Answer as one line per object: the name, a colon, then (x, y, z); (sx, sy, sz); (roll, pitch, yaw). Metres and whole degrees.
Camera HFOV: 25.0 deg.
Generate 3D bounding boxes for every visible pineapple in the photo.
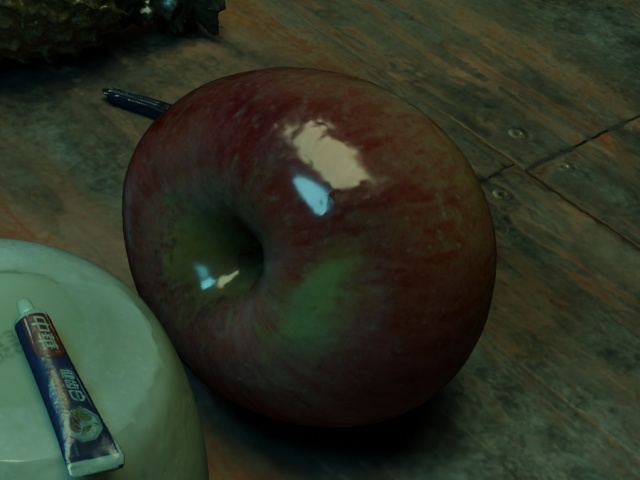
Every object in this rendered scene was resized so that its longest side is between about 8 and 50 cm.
pineapple: (-0.283, -0.303, 1.743); (0.362, 0.202, 0.202); (2, 36, -28)

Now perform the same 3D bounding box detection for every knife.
knife: (-0.203, -0.155, 1.689); (0.121, 0.018, 0.031); (18, 37, 15)

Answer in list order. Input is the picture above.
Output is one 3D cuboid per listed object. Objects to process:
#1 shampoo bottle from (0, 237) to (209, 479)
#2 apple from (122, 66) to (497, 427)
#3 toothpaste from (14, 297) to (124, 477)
shampoo bottle: (-0.238, 0.170, 1.014); (0.322, 0.317, 0.322); (5, 37, -4)
apple: (0.000, 0.000, 1.292); (0.344, 0.345, 0.269); (34, 28, 30)
toothpaste: (-0.161, 0.087, 0.891); (0.037, 0.021, 0.140); (-8, 50, -32)
